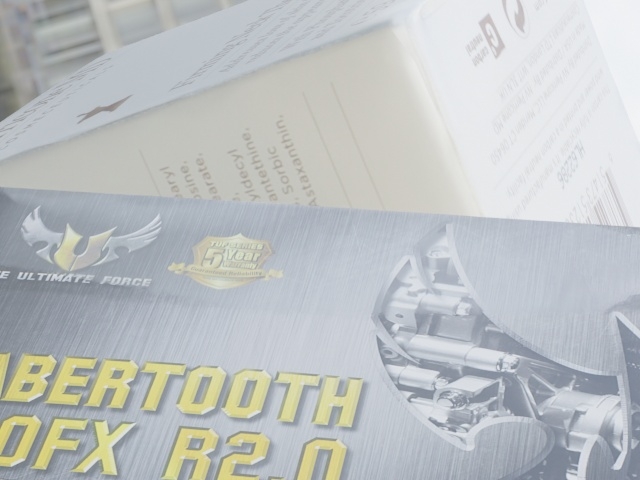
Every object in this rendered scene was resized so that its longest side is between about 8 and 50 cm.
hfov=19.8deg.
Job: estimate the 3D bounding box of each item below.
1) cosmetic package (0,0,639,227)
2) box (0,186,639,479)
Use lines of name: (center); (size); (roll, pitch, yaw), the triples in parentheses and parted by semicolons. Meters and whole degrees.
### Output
cosmetic package: (0.000, 0.000, 1.302); (0.327, 0.393, 0.329); (66, 28, -14)
box: (-0.011, 0.063, 0.522); (0.183, 0.231, 0.056); (-72, 163, -51)
